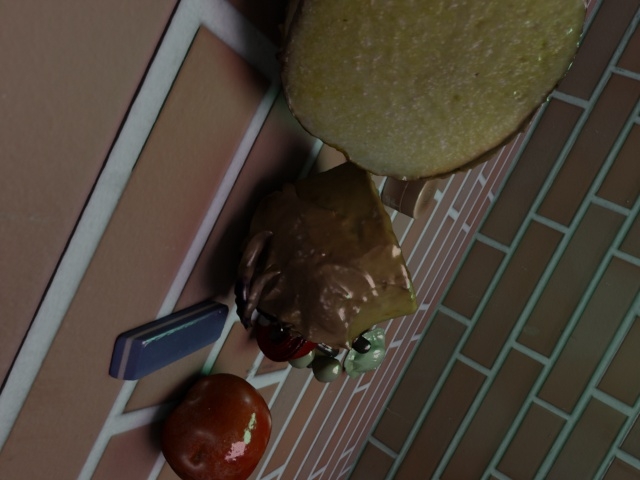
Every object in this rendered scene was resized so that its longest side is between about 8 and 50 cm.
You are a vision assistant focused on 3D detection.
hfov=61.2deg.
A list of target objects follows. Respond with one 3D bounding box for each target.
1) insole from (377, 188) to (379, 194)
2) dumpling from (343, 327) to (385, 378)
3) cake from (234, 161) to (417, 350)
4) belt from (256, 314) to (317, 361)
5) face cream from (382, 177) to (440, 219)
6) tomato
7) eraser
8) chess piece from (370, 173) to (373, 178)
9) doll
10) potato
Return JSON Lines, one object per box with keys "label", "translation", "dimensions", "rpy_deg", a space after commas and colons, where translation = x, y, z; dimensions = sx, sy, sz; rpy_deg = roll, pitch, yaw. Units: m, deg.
{"label": "insole", "translation": [0.096, -0.040, 1.433], "dimensions": [0.232, 0.003, 0.080], "rpy_deg": [-55, 157, -14]}
{"label": "dumpling", "translation": [0.175, 0.423, 2.003], "dimensions": [0.219, 0.108, 0.153], "rpy_deg": [-65, 158, 3]}
{"label": "cake", "translation": [-0.016, 0.044, 1.007], "dimensions": [0.321, 0.332, 0.332], "rpy_deg": [-21, 152, 1]}
{"label": "belt", "translation": [-0.058, 0.173, 1.195], "dimensions": [0.200, 0.128, 0.124], "rpy_deg": [-62, 158, 6]}
{"label": "face cream", "translation": [0.253, -0.146, 1.510], "dimensions": [0.149, 0.104, 0.149], "rpy_deg": [-46, 153, -32]}
{"label": "tomato", "translation": [-0.194, 0.379, 1.070], "dimensions": [0.232, 0.189, 0.232], "rpy_deg": [-49, 157, -29]}
{"label": "eraser", "translation": [-0.245, 0.164, 0.907], "dimensions": [0.225, 0.036, 0.081], "rpy_deg": [-20, 133, -58]}
{"label": "chess piece", "translation": [0.106, -0.180, 1.214], "dimensions": [0.090, 0.090, 0.200], "rpy_deg": [-38, 159, -44]}
{"label": "doll", "translation": [0.045, 0.192, 1.380], "dimensions": [0.329, 0.235, 0.174], "rpy_deg": [-53, -160, -1]}
{"label": "potato", "translation": [0.135, -0.334, 0.803], "dimensions": [0.442, 0.386, 0.319], "rpy_deg": [98, -6, -54]}
